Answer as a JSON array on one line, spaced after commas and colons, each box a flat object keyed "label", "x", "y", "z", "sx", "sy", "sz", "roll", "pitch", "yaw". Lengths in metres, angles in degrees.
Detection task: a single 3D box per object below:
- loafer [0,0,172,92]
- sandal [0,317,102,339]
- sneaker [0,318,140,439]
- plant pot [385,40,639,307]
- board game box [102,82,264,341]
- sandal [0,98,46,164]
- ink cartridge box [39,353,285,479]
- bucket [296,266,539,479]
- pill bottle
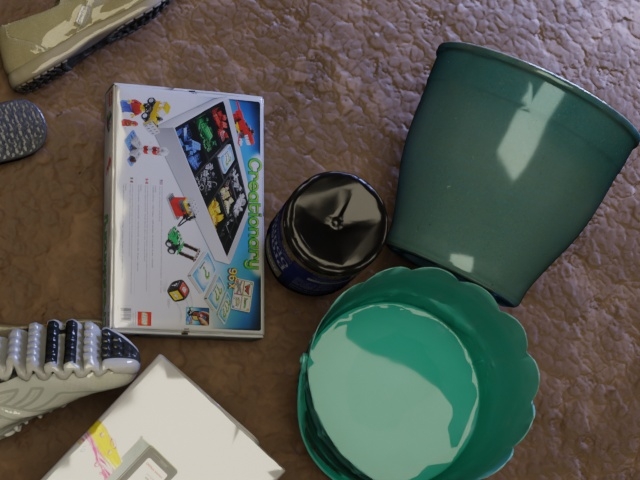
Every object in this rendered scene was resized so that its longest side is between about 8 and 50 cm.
[{"label": "loafer", "x": -0.282, "y": -0.284, "z": 1.994, "sx": 0.268, "sy": 0.102, "sz": 0.092, "roll": -34, "pitch": 92, "yaw": -15}, {"label": "sandal", "x": -0.330, "y": 0.125, "z": 1.927, "sx": 0.180, "sy": 0.049, "sz": 0.072, "roll": 2, "pitch": 78, "yaw": -12}, {"label": "sneaker", "x": -0.348, "y": 0.167, "z": 1.869, "sx": 0.292, "sy": 0.110, "sz": 0.118, "roll": -6, "pitch": 116, "yaw": 3}, {"label": "plant pot", "x": 0.213, "y": -0.066, "z": 1.975, "sx": 0.272, "sy": 0.271, "sz": 0.255, "roll": 26, "pitch": 86, "yaw": -5}, {"label": "board game box", "x": -0.166, "y": -0.032, "z": 1.976, "sx": 0.193, "sy": 0.053, "sz": 0.305, "roll": 4, "pitch": 77, "yaw": -20}, {"label": "sandal", "x": -0.458, "y": -0.111, "z": 1.957, "sx": 0.254, "sy": 0.054, "sz": 0.097, "roll": -8, "pitch": 87, "yaw": -22}, {"label": "ink cartridge box", "x": -0.209, "y": 0.301, "z": 1.839, "sx": 0.197, "sy": 0.198, "sz": 0.270, "roll": 43, "pitch": 73, "yaw": 1}, {"label": "bucket", "x": 0.102, "y": 0.176, "z": 1.932, "sx": 0.281, "sy": 0.183, "sz": 0.281, "roll": 2, "pitch": 78, "yaw": -10}, {"label": "pill bottle", "x": 0.000, "y": 0.000, "z": 1.929, "sx": 0.123, "sy": 0.219, "sz": 0.123, "roll": 2, "pitch": 78, "yaw": -11}]
